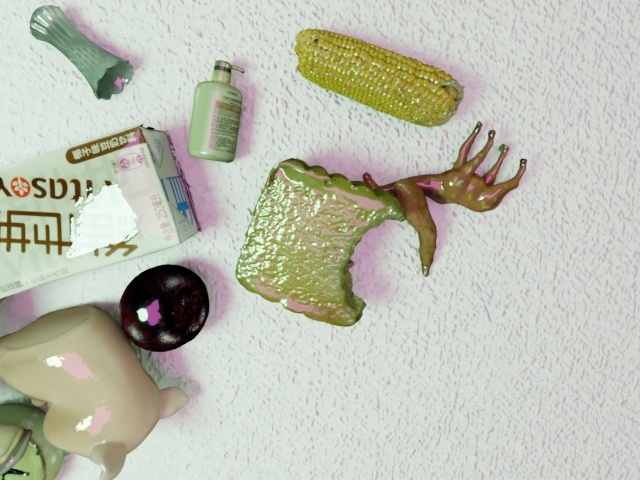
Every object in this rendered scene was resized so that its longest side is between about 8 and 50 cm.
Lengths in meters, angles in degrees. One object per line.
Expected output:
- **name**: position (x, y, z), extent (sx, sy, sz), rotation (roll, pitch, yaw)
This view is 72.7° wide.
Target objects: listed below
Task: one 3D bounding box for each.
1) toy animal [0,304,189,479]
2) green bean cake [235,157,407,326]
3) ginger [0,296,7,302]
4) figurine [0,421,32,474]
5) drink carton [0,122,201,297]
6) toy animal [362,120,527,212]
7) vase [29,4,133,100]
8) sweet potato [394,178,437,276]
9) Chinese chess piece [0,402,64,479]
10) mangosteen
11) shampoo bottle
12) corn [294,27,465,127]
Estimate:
- **toy animal**: position (-0.393, 0.241, 0.722), extent (0.213, 0.195, 0.256), rotation (-18, 105, 27)
- **green bean cake**: position (0.000, 0.000, 0.725), extent (0.233, 0.124, 0.236), rotation (22, 104, -3)
- **ginger**: position (-0.654, -0.004, 0.730), extent (0.118, 0.065, 0.299), rotation (-28, 101, -12)
- **figurine**: position (-0.593, 0.200, 0.632), extent (0.203, 0.248, 0.380), rotation (-42, 111, -26)
- **drink carton**: position (-0.387, -0.048, 0.708), extent (0.324, 0.132, 0.194), rotation (-17, 98, 1)
- **toy animal**: position (0.214, -0.110, 0.767), extent (0.224, 0.066, 0.229), rotation (37, 103, -9)
- **vase**: position (-0.387, -0.306, 0.697), extent (0.149, 0.081, 0.081), rotation (41, 94, -5)
- **sweet potato**: position (0.174, -0.022, 0.758), extent (0.050, 0.050, 0.214), rotation (-27, 124, 1)
- **Chinese chess piece**: position (-0.569, 0.392, 0.788), extent (0.188, 0.083, 0.188), rotation (-1, 101, -4)
- **mangosteen**: position (-0.269, 0.112, 0.743), extent (0.152, 0.152, 0.152), rotation (-1, 99, -3)
- **shampoo bottle**: position (-0.172, -0.213, 0.719), extent (0.079, 0.079, 0.162), rotation (8, 98, -5)
- **corn**: position (0.092, -0.266, 0.718), extent (0.293, 0.106, 0.106), rotation (16, 97, -4)
